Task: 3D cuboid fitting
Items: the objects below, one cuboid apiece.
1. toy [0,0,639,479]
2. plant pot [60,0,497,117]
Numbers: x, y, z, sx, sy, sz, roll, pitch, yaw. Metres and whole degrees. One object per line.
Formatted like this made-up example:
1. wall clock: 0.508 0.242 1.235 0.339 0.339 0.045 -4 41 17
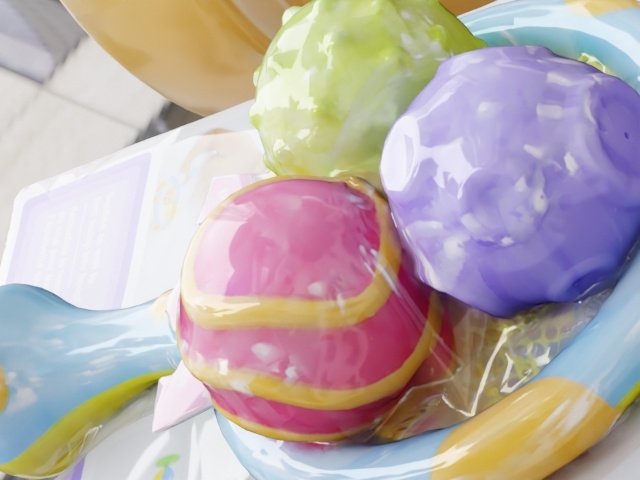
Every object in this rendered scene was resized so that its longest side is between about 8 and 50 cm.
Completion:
1. toy: 0.000 0.000 0.355 0.056 0.237 0.137 38 -135 -35
2. plant pot: 0.049 -0.134 0.476 0.205 0.188 0.205 2 -92 -46
